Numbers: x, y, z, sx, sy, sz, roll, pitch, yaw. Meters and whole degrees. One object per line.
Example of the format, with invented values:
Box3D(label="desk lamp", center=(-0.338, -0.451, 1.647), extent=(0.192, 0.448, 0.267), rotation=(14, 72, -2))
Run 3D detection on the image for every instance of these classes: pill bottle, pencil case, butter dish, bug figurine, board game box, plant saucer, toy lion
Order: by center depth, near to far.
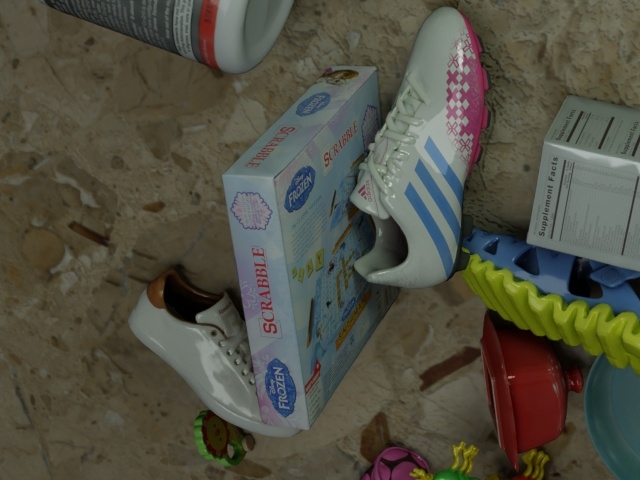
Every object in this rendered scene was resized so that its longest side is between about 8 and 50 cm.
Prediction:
Box3D(label="pill bottle", center=(-0.216, -0.342, 1.627), extent=(0.362, 0.210, 0.210), rotation=(21, 124, 11))
Box3D(label="board game box", center=(0.000, 0.000, 1.662), extent=(0.065, 0.319, 0.318), rotation=(5, 119, 22))
Box3D(label="plant saucer", center=(0.481, 0.210, 1.736), extent=(0.317, 0.044, 0.318), rotation=(10, 121, 18))
Box3D(label="butter dish", center=(0.267, 0.180, 1.769), extent=(0.118, 0.160, 0.160), rotation=(-9, 116, 2))
Box3D(label="bug figurine", center=(0.172, 0.367, 1.877), extent=(0.279, 0.072, 0.216), rotation=(-39, 136, 25))
Box3D(label="pencil case", center=(0.071, 0.381, 1.983), extent=(0.095, 0.098, 0.209), rotation=(33, 125, 4))
Box3D(label="toy lion", center=(-0.142, 0.279, 2.020), extent=(0.034, 0.096, 0.100), rotation=(-14, 112, 30))

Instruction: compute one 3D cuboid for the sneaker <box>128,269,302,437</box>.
Box3D(label="sneaker", center=(-0.126, 0.152, 1.933), extent=(0.290, 0.106, 0.123), rotation=(36, 128, 3))

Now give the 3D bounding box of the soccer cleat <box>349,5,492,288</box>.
Box3D(label="soccer cleat", center=(0.107, -0.098, 1.626), extent=(0.143, 0.116, 0.331), rotation=(-5, 108, -23))

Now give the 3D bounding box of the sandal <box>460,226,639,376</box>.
Box3D(label="sandal", center=(0.302, 0.049, 1.686), extent=(0.317, 0.138, 0.126), rotation=(24, 163, 28))

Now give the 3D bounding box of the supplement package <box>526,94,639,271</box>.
Box3D(label="supplement package", center=(0.368, -0.054, 1.578), extent=(0.244, 0.134, 0.139), rotation=(15, 123, 15))
